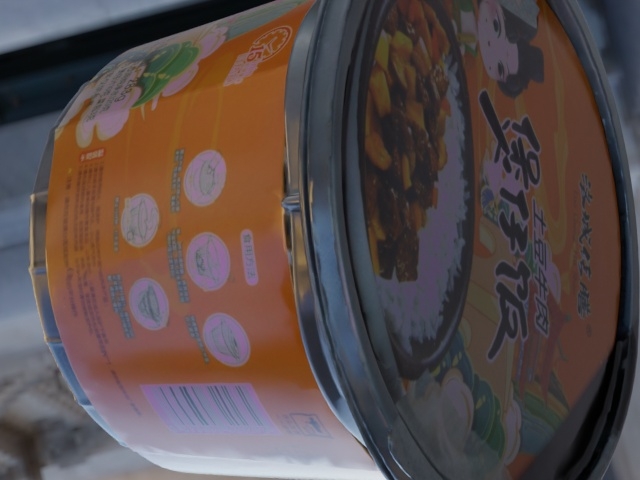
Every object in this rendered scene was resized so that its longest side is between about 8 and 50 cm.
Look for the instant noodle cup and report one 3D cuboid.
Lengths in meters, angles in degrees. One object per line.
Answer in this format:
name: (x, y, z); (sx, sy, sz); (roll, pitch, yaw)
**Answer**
instant noodle cup: (0.000, 0.000, 0.513); (0.177, 0.125, 0.208); (48, -134, -40)
